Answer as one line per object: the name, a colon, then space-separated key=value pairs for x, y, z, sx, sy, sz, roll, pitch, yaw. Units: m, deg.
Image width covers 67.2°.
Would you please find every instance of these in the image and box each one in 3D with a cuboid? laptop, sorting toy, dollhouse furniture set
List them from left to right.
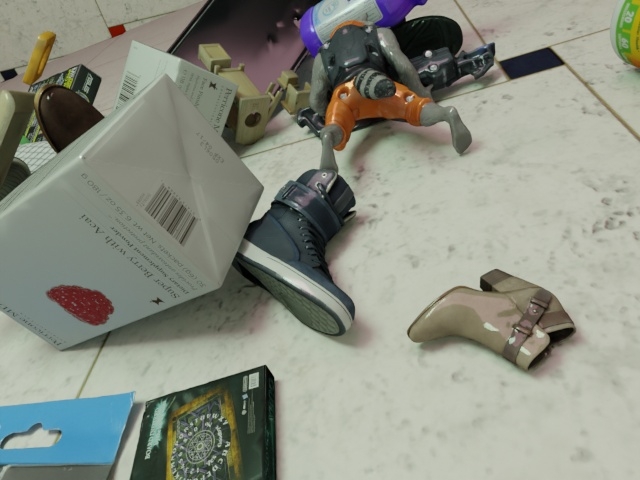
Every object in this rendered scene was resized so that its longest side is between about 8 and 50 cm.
sorting toy: x=-0.434 y=-0.118 z=0.628 sx=0.347 sy=0.047 sz=0.196 roll=-64 pitch=28 yaw=6
laptop: x=-0.220 y=-0.402 z=1.128 sx=0.382 sy=0.236 sz=0.408 roll=-60 pitch=19 yaw=-18
dollhouse furniture set: x=-0.126 y=-0.286 z=0.926 sx=0.161 sy=0.101 sz=0.182 roll=-17 pitch=56 yaw=-31

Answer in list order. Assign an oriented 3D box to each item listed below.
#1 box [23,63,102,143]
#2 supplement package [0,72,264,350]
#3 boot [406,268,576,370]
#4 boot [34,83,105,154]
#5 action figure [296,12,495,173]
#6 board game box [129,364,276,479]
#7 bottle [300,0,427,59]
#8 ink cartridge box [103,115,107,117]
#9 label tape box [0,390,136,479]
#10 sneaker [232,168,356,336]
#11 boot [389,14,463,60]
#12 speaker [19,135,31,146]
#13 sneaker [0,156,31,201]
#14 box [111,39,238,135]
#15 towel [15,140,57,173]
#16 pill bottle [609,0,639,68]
box: x=-0.638 y=-0.263 z=1.126 sx=0.216 sy=0.060 sz=0.270 roll=-5 pitch=66 yaw=30
supplement package: x=-0.246 y=-0.018 z=0.557 sx=0.293 sy=0.177 sz=0.175 roll=-22 pitch=34 yaw=30
boot: x=0.144 y=0.074 z=0.403 sx=0.118 sy=0.042 sz=0.087 roll=-35 pitch=45 yaw=-3
boot: x=-0.259 y=-0.112 z=0.677 sx=0.207 sy=0.248 sz=0.090 roll=10 pitch=54 yaw=34
action figure: x=0.109 y=-0.251 z=0.720 sx=0.341 sy=0.178 sz=0.330 roll=-22 pitch=46 yaw=8
board game box: x=-0.097 y=0.197 z=0.388 sx=0.126 sy=0.026 sz=0.186 roll=-18 pitch=37 yaw=8
bottle: x=0.099 y=-0.422 z=0.849 sx=0.283 sy=0.092 sz=0.118 roll=-21 pitch=43 yaw=27
ink cartridge box: x=-0.569 y=-0.252 z=1.176 sx=0.181 sy=0.061 sz=0.104 roll=8 pitch=48 yaw=35
label tape box: x=-0.334 y=0.256 z=0.372 sx=0.249 sy=0.115 sz=0.347 roll=-10 pitch=40 yaw=18
sneaker: x=-0.001 y=-0.002 z=0.534 sx=0.163 sy=0.086 sz=0.226 roll=-40 pitch=38 yaw=-17
boot: x=0.153 y=-0.407 z=0.950 sx=0.247 sy=0.094 sz=0.207 roll=-11 pitch=41 yaw=26
speaker: x=-0.683 y=-0.090 z=0.920 sx=0.131 sy=0.131 sz=0.296 roll=1 pitch=54 yaw=30
sneaker: x=-0.571 y=-0.103 z=0.773 sx=0.222 sy=0.083 sz=0.118 roll=-20 pitch=43 yaw=-1
box: x=-0.263 y=-0.225 z=0.837 sx=0.182 sy=0.119 sz=0.180 roll=33 pitch=107 yaw=38
towel: x=-0.510 y=-0.060 z=0.858 sx=0.235 sy=0.121 sz=0.283 roll=6 pitch=48 yaw=24
pill bottle: x=0.462 y=-0.232 z=0.529 sx=0.136 sy=0.136 sz=0.245 roll=-23 pitch=36 yaw=1
